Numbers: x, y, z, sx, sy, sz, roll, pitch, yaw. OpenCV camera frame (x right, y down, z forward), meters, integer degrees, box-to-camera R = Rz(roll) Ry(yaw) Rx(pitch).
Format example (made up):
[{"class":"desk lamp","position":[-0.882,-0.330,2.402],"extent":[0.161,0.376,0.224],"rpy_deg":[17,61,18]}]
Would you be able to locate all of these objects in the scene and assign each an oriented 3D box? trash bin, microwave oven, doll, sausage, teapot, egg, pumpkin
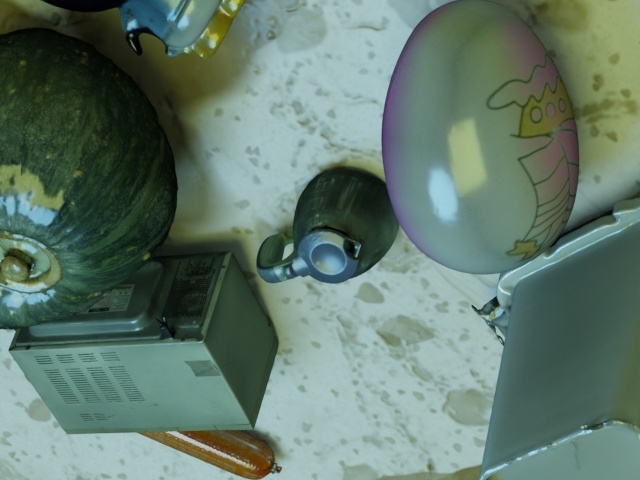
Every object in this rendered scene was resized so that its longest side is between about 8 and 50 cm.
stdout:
[{"class":"trash bin","position":[0.283,0.156,1.737],"extent":[0.296,0.368,0.256],"rpy_deg":[-27,111,32]},{"class":"microwave oven","position":[-0.196,0.110,2.003],"extent":[0.240,0.145,0.194],"rpy_deg":[-4,134,22]},{"class":"doll","position":[-0.221,-0.295,1.756],"extent":[0.314,0.141,0.177],"rpy_deg":[30,103,-11]},{"class":"sausage","position":[-0.207,0.207,2.141],"extent":[0.347,0.053,0.053],"rpy_deg":[23,127,3]},{"class":"teapot","position":[0.002,-0.009,1.888],"extent":[0.149,0.108,0.111],"rpy_deg":[8,123,14]},{"class":"egg","position":[0.156,-0.098,1.724],"extent":[0.196,0.196,0.271],"rpy_deg":[12,116,12]},{"class":"pumpkin","position":[-0.313,-0.063,1.870],"extent":[0.327,0.257,0.291],"rpy_deg":[-22,126,29]}]
